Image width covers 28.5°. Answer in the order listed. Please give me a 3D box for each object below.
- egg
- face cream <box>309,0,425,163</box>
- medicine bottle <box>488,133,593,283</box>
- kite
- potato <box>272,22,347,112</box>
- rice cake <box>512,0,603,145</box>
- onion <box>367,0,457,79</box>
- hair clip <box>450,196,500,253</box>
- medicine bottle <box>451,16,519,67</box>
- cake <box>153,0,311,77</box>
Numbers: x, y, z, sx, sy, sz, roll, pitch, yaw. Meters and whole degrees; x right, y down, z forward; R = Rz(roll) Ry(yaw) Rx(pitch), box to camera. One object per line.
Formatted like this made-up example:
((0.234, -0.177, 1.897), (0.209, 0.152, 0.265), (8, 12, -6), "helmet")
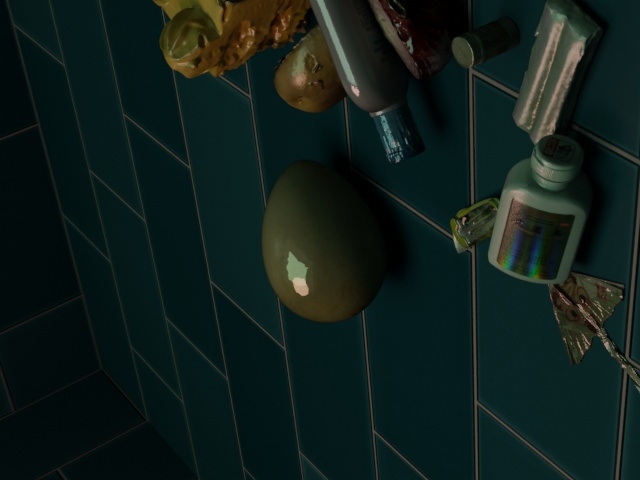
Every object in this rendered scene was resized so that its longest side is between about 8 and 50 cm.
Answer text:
((0.000, 0.000, 2.230), (0.218, 0.218, 0.295), (-36, 70, 65), "egg")
((0.072, -0.281, 1.905), (0.080, 0.163, 0.336), (-17, 101, 29), "face cream")
((0.306, -0.043, 1.724), (0.121, 0.083, 0.229), (16, 138, 10), "medicine bottle")
((0.401, 0.130, 1.821), (0.250, 0.012, 0.229), (52, 154, 20), "kite")
((0.004, -0.279, 2.051), (0.098, 0.138, 0.243), (54, 156, 10), "potato")
((0.305, -0.215, 1.638), (0.085, 0.040, 0.226), (49, 152, 28), "rice cake")
((0.131, -0.335, 1.785), (0.206, 0.098, 0.151), (60, 178, 4), "onion")
((0.245, -0.031, 1.939), (0.060, 0.033, 0.188), (63, 158, 6), "hair clip")
((0.223, -0.267, 1.696), (0.047, 0.083, 0.047), (44, 149, 36), "medicine bottle")
((-0.162, -0.417, 2.056), (0.227, 0.286, 0.222), (56, 154, 17), "cake")
